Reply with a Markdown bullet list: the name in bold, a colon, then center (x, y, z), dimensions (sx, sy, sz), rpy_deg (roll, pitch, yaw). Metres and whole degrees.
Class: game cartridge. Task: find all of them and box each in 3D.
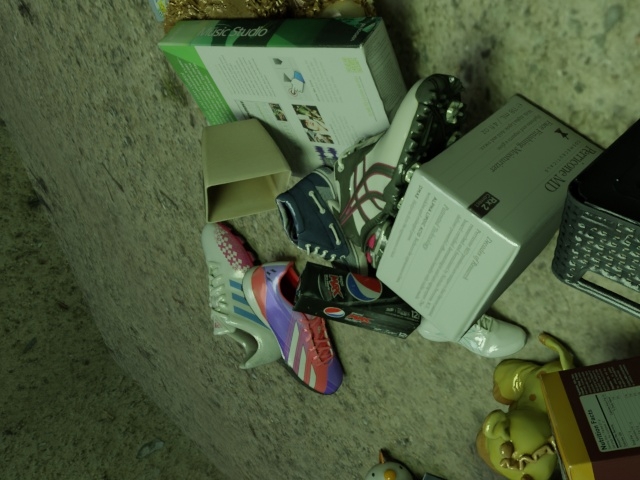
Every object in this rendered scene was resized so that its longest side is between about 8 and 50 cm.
- **game cartridge**: center (-0.265, -0.403, 1.037), dimensions (0.083, 0.017, 0.056), rpy_deg (14, 127, 48)

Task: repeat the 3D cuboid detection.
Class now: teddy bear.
- **teddy bear**: center (-0.068, -0.304, 0.786), dimensions (0.245, 0.113, 0.338), rpy_deg (44, 153, -19)

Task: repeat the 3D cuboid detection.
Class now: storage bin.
- **storage bin**: center (0.283, -0.025, 0.487), dimensions (0.122, 0.180, 0.084), rpy_deg (30, 141, 35)

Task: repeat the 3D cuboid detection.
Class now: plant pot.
- **plant pot**: center (-0.108, -0.097, 0.809), dimensions (0.109, 0.109, 0.096), rpy_deg (111, 144, -65)

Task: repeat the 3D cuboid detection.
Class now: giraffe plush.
- **giraffe plush**: center (0.274, 0.244, 0.780), dimensions (0.181, 0.170, 0.210), rpy_deg (42, 148, 21)

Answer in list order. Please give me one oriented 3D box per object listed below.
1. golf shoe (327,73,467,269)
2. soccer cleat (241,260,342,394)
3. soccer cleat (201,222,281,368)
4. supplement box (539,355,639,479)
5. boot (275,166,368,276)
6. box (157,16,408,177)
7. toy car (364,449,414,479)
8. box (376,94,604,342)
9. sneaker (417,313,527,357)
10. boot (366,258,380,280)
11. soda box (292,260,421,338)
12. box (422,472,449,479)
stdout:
- **golf shoe**: center (0.067, -0.078, 0.669), dimensions (0.120, 0.105, 0.272), rpy_deg (41, 146, 19)
- **soccer cleat**: center (-0.031, 0.178, 1.219), dimensions (0.116, 0.108, 0.318), rpy_deg (-20, 108, 38)
- **soccer cleat**: center (-0.186, 0.115, 1.288), dimensions (0.331, 0.143, 0.116), rpy_deg (58, 151, 6)
- **supplement box**: center (0.345, 0.229, 0.614), dimensions (0.194, 0.129, 0.191), rpy_deg (-14, 115, 14)
- **boot**: center (0.000, 0.000, 0.836), dimensions (0.069, 0.086, 0.190), rpy_deg (17, 134, 52)
- **box**: center (-0.033, -0.173, 0.790), dimensions (0.322, 0.058, 0.232), rpy_deg (12, 148, 34)
- **toy car**: center (0.153, 0.530, 1.265), dimensions (0.238, 0.219, 0.210), rpy_deg (-115, 15, -47)
- **box**: center (0.173, -0.022, 0.643), dimensions (0.119, 0.181, 0.181), rpy_deg (40, 147, 19)
- **sneaker**: center (0.202, 0.116, 0.833), dimensions (0.152, 0.053, 0.061), rpy_deg (9, 138, 23)
- **boot**: center (0.141, 0.049, 0.889), dimensions (0.248, 0.090, 0.207), rpy_deg (-3, 131, 51)
- **soda box**: center (0.051, 0.083, 0.838), dimensions (0.169, 0.053, 0.060), rpy_deg (15, 147, -8)
- **box**: center (0.327, 0.490, 0.828), dimensions (0.313, 0.178, 0.343), rpy_deg (35, 158, -25)
